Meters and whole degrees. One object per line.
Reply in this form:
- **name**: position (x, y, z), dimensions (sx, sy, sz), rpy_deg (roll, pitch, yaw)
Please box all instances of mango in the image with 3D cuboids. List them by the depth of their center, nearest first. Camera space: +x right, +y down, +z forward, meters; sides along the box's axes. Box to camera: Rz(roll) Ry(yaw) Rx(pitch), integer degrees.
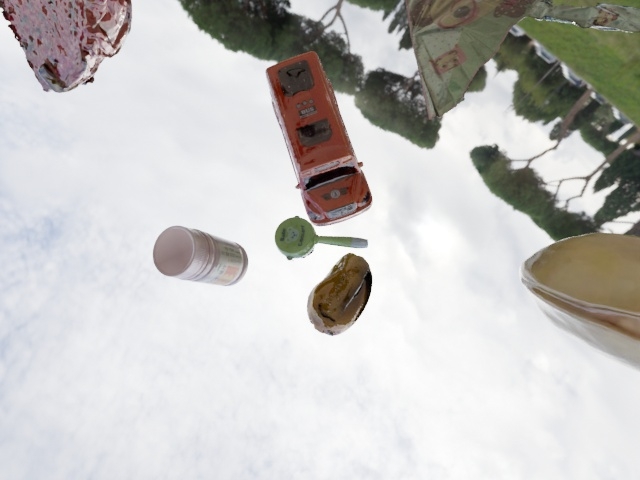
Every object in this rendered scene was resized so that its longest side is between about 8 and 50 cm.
- **mango**: position (0.055, 0.149, 1.225), dimensions (0.156, 0.151, 0.248), rpy_deg (27, -105, -4)

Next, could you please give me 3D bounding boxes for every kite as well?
- **kite**: position (0.159, -0.176, 0.331), dimensions (0.250, 0.229, 0.012), rpy_deg (34, 176, 34)

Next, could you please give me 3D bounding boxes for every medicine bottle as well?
- **medicine bottle**: position (-0.300, 0.045, 1.119), dimensions (0.133, 0.133, 0.250), rpy_deg (57, -171, 20)

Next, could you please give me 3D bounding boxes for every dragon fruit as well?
- **dragon fruit**: position (-0.514, -0.473, 0.891), dimensions (0.240, 0.330, 0.302), rpy_deg (3, -100, -48)

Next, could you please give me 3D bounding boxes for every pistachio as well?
- **pistachio**: position (0.398, 0.080, 0.545), dimensions (0.182, 0.162, 0.293), rpy_deg (-2, -159, -35)

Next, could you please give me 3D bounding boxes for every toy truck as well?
- **toy truck**: position (-0.006, -0.154, 0.672), dimensions (0.108, 0.114, 0.252), rpy_deg (-19, -105, 3)

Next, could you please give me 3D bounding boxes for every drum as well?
- **drum**: position (-0.002, -0.019, 1.180), dimensions (0.253, 0.049, 0.130), rpy_deg (-10, -113, 8)
